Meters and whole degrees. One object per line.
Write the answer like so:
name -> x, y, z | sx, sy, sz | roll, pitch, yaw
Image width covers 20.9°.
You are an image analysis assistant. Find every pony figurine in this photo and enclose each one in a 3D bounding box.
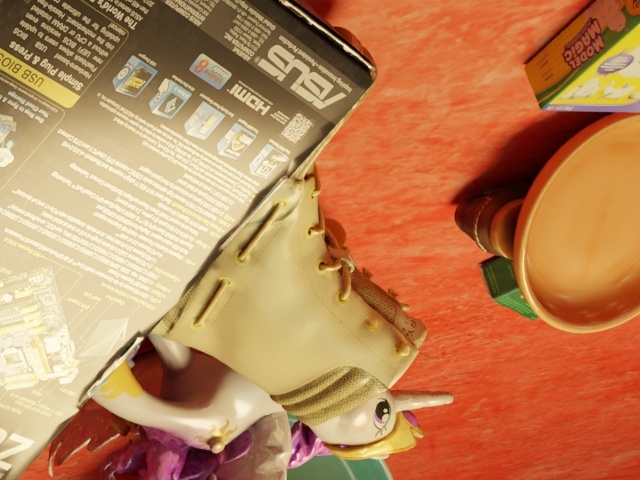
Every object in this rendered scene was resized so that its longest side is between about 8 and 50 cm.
pony figurine -> -0.082, 0.136, 1.407 | 0.351, 0.302, 0.363 | -27, 143, 0

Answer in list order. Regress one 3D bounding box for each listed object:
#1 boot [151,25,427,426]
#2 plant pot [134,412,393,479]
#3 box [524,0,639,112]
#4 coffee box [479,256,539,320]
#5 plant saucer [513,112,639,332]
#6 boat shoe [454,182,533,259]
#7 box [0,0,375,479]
boot -> 0.000, 0.000, 1.159 | 0.203, 0.095, 0.262 | 34, 115, -19
plant pot -> -0.092, 0.321, 1.827 | 0.255, 0.271, 0.272 | -16, 164, 41
box -> 0.237, -0.151, 1.208 | 0.105, 0.043, 0.179 | -2, 152, -34
coffee box -> 0.253, 0.014, 1.613 | 0.184, 0.040, 0.113 | -26, 157, 20
plant saucer -> 0.235, -0.020, 1.413 | 0.200, 0.037, 0.200 | -17, 125, -25
boat shoe -> 0.211, -0.022, 1.472 | 0.207, 0.073, 0.073 | 1, -168, -31
box -> -0.195, -0.059, 0.801 | 0.318, 0.097, 0.395 | -50, 142, 8
